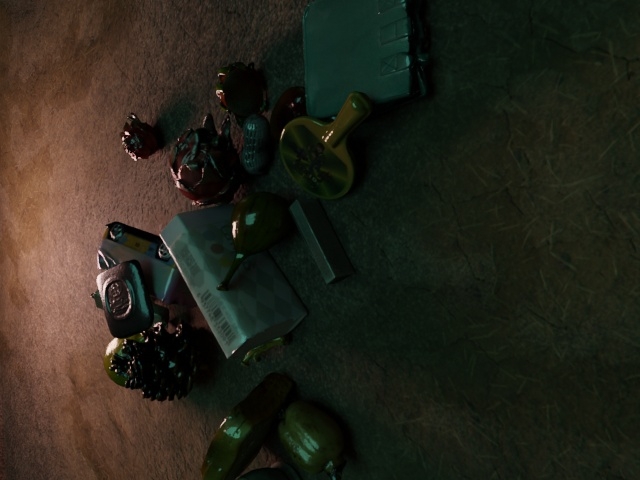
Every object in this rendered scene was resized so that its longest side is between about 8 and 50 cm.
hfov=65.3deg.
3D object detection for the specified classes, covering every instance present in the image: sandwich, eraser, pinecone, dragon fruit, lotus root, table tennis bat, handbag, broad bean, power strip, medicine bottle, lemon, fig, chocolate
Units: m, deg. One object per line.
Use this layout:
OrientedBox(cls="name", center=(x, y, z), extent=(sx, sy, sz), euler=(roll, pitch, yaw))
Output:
OrientedBox(cls="sandwich", center=(-0.180, 0.472, 1.231), extent=(0.087, 0.226, 0.251), euler=(34, 117, 19))
OrientedBox(cls="eraser", center=(-0.226, 0.083, 1.263), extent=(0.396, 0.213, 0.082), euler=(53, 139, 25))
OrientedBox(cls="pinecone", center=(-0.451, 0.345, 1.439), extent=(0.244, 0.257, 0.243), euler=(-13, 68, 37))
OrientedBox(cls="dragon fruit", center=(-0.576, -0.319, 1.587), extent=(0.130, 0.121, 0.141), euler=(-27, 51, 32))
OrientedBox(cls="lotus root", center=(-0.012, 0.463, 1.150), extent=(0.221, 0.118, 0.125), euler=(34, 114, 34))
OrientedBox(cls="table tennis bat", center=(0.016, -0.201, 1.054), extent=(0.198, 0.050, 0.321), euler=(46, 146, -1))
OrientedBox(cls="dragon fruit", center=(-0.202, -0.386, 1.272), extent=(0.142, 0.138, 0.175), euler=(-45, 41, 8))
OrientedBox(cls="handbag", center=(0.091, -0.383, 1.025), extent=(0.274, 0.100, 0.268), euler=(-9, 84, 40))
OrientedBox(cls="dragon fruit", center=(-0.292, -0.200, 1.285), extent=(0.193, 0.192, 0.274), euler=(4, 134, 7))
OrientedBox(cls="broad bean", center=(-0.063, -0.290, 1.168), extent=(0.165, 0.085, 0.114), euler=(-50, 45, 38))
OrientedBox(cls="power strip", center=(-0.604, 0.217, 1.607), extent=(0.272, 0.052, 0.078), euler=(18, 129, 7))
OrientedBox(cls="medicine bottle", center=(-0.134, 0.645, 1.251), extent=(0.147, 0.143, 0.147), euler=(-3, 86, 41))
OrientedBox(cls="lemon", center=(-0.591, 0.368, 1.606), extent=(0.248, 0.184, 0.184), euler=(-40, 67, 26))
OrientedBox(cls="fig", center=(-0.160, 0.009, 1.204), extent=(0.151, 0.151, 0.259), euler=(18, 88, 39))
OrientedBox(cls="chocolate", center=(-0.162, -0.236, 1.245), extent=(0.072, 0.072, 0.166), euler=(39, 138, 32))

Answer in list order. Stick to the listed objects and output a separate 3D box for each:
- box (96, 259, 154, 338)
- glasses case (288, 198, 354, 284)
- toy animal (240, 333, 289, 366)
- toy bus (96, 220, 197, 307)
OrientedBox(cls="box", center=(-0.537, 0.165, 1.369), extent=(0.213, 0.042, 0.201), euler=(-19, 86, 34))
OrientedBox(cls="glasses case", center=(0.000, 0.000, 1.142), extent=(0.047, 0.071, 0.204), euler=(-40, 68, 39))
OrientedBox(cls="toy animal", center=(-0.166, 0.228, 1.310), extent=(0.136, 0.073, 0.181), euler=(-48, 51, 23))
OrientedBox(cls="toy bus", center=(-0.498, 0.070, 1.454), extent=(0.387, 0.171, 0.162), euler=(16, 77, 32))
